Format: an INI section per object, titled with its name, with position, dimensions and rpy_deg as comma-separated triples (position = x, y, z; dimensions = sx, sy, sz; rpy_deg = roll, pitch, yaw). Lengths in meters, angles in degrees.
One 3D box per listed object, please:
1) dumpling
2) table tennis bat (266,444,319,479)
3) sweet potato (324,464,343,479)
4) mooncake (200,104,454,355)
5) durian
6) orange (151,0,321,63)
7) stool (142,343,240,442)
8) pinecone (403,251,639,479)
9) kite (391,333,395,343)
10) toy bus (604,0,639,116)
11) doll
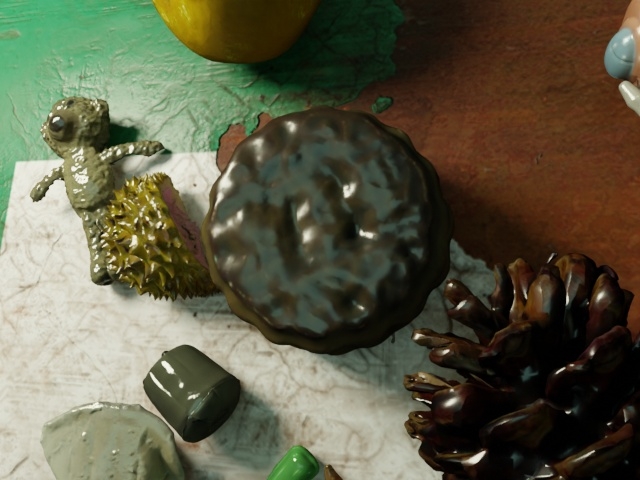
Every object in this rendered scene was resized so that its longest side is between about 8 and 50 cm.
[dumpling]
position = -0.256, 0.270, 0.599
dimensions = 0.176, 0.092, 0.150
rpy_deg = 39, 95, 18
[table tennis bat]
position = -0.095, 0.357, 0.577
dimensions = 0.160, 0.039, 0.257
rpy_deg = 42, 95, 18
[sweet potato]
position = 0.037, 0.372, 0.533
dimensions = 0.065, 0.051, 0.219
rpy_deg = -12, 76, 13
[mooncake]
position = 0.012, -0.010, 0.551
dimensions = 0.290, 0.161, 0.291
rpy_deg = -2, 80, 9
[durian]
position = -0.218, -0.003, 0.640
dimensions = 0.165, 0.132, 0.183
rpy_deg = -1, 100, 31
[orange]
position = -0.116, -0.380, 0.623
dimensions = 0.235, 0.279, 0.279
rpy_deg = -31, 71, -25
[stool]
position = -0.164, 0.192, 0.597
dimensions = 0.110, 0.096, 0.096
rpy_deg = 33, 87, 22
[pinecone]
position = 0.220, 0.142, 0.411
dimensions = 0.295, 0.298, 0.242
rpy_deg = 39, 112, 16
[kite]
position = 0.000, 0.000, 0.641
dimensions = 0.322, 0.013, 0.268
rpy_deg = 38, 88, 16
[toy bus]
position = 0.451, -0.200, 0.499
dimensions = 0.232, 0.194, 0.288
rpy_deg = -24, 74, 20
[doll]
position = -0.358, -0.080, 0.708
dimensions = 0.202, 0.091, 0.286
rpy_deg = 5, 86, 18
